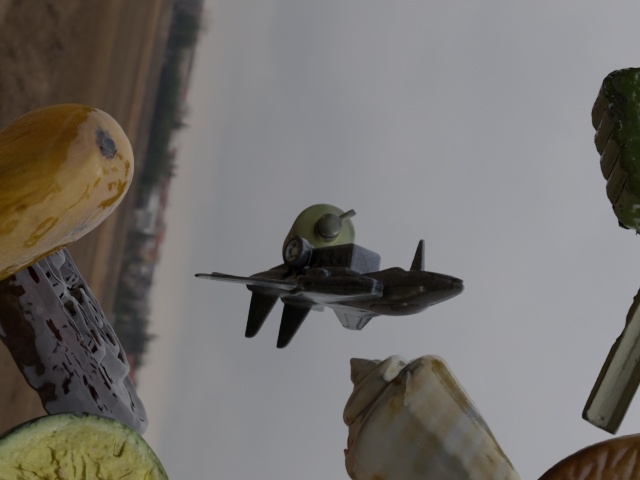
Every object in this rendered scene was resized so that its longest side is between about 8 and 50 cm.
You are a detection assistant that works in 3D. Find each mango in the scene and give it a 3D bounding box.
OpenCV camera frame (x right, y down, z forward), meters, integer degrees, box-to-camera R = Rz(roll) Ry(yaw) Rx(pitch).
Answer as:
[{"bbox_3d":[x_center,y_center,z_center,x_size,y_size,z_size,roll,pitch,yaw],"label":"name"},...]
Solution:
[{"bbox_3d":[-0.263,-0.022,1.109,0.262,0.109,0.157,-26,-162,24],"label":"mango"}]

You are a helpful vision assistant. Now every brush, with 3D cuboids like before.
[{"bbox_3d":[0.415,0.122,1.804,0.282,0.054,0.048,-61,-178,-19],"label":"brush"}]

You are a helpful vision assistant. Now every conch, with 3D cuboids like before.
[{"bbox_3d":[0.117,0.206,1.450,0.158,0.255,0.127,-39,147,-29],"label":"conch"}]

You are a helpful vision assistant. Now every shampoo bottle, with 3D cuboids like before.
[{"bbox_3d":[0.000,0.000,1.684,0.162,0.079,0.079,121,-22,-74],"label":"shampoo bottle"}]

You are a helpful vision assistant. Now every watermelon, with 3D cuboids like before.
[{"bbox_3d":[-0.123,0.131,0.645,0.062,0.105,0.105,-9,-110,62],"label":"watermelon"}]

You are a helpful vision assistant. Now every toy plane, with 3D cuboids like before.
[{"bbox_3d":[0.033,0.037,1.282,0.267,0.212,0.088,-16,-118,45],"label":"toy plane"}]

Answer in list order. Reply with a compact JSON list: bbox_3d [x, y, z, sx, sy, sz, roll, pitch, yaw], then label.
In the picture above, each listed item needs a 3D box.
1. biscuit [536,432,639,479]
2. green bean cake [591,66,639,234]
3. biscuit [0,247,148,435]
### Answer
[{"bbox_3d":[0.193,0.214,0.925,0.224,0.144,0.033,-62,178,16],"label":"biscuit"},{"bbox_3d":[0.441,-0.117,1.653,0.113,0.214,0.200,98,-15,-63],"label":"green bean cake"},{"bbox_3d":[-0.305,0.059,1.510,0.407,0.091,0.407,61,-6,11],"label":"biscuit"}]
